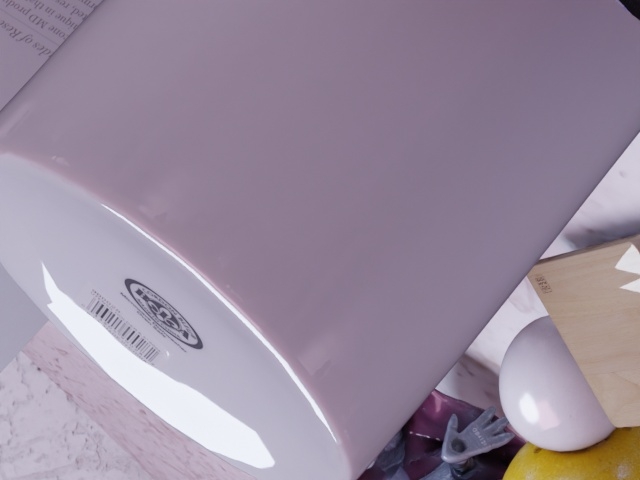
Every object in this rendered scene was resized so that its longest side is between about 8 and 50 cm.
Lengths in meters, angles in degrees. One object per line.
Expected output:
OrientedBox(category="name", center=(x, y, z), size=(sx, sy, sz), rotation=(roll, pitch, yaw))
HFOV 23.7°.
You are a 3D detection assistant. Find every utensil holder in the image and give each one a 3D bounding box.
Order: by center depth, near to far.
OrientedBox(category="utensil holder", center=(0.013, -0.080, 0.965), size=(0.327, 0.385, 0.327), rotation=(33, 156, 17))

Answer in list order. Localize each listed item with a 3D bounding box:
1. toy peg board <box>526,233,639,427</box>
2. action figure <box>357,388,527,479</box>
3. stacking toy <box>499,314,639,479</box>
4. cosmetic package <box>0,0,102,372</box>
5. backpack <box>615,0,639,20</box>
OrientedBox(category="toy peg board", center=(0.274, 0.062, 1.247), size=(0.161, 0.079, 0.161), rotation=(60, 154, -5))
OrientedBox(category="action figure", center=(0.092, 0.295, 1.688), size=(0.248, 0.276, 0.370), rotation=(34, 152, 8))
OrientedBox(category="stacking toy", center=(0.282, 0.280, 1.430), size=(0.350, 0.350, 0.480), rotation=(11, 125, 50))
OrientedBox(category="cosmetic package", center=(-0.230, -0.095, 1.226), size=(0.161, 0.453, 0.230), rotation=(33, 157, 18))
OrientedBox(category="backpack", center=(0.265, -0.156, 0.651), size=(0.355, 0.273, 0.290), rotation=(18, 159, -2))
